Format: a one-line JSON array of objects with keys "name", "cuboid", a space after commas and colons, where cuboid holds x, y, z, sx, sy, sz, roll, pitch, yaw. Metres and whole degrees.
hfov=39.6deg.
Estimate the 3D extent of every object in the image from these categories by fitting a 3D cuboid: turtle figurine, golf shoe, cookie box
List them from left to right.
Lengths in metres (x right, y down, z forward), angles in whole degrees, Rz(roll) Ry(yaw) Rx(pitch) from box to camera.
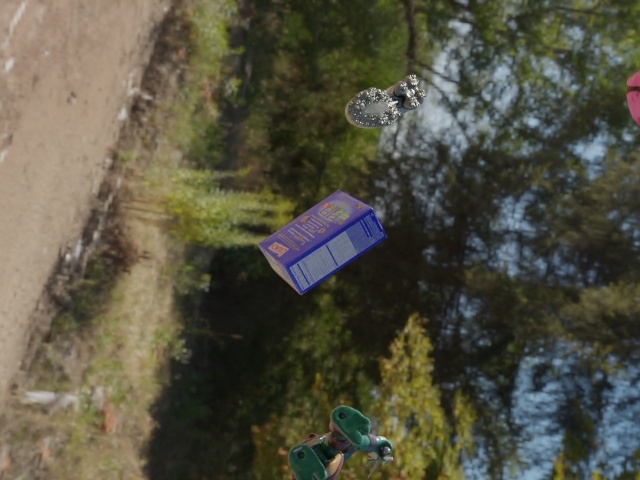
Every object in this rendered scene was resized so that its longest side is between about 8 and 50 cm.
[{"name": "cookie box", "cuboid": [0.000, 0.000, 0.914, 0.040, 0.107, 0.092, 61, -10, -24]}, {"name": "turtle figurine", "cuboid": [0.013, 0.310, 1.183, 0.175, 0.118, 0.234, -58, 160, -27]}, {"name": "golf shoe", "cuboid": [0.095, -0.215, 1.469, 0.086, 0.176, 0.069, -26, -92, 50]}]

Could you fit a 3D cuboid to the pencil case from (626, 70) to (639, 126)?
[{"name": "pencil case", "cuboid": [0.491, -0.215, 1.111, 0.209, 0.098, 0.095, -29, -135, 41]}]
